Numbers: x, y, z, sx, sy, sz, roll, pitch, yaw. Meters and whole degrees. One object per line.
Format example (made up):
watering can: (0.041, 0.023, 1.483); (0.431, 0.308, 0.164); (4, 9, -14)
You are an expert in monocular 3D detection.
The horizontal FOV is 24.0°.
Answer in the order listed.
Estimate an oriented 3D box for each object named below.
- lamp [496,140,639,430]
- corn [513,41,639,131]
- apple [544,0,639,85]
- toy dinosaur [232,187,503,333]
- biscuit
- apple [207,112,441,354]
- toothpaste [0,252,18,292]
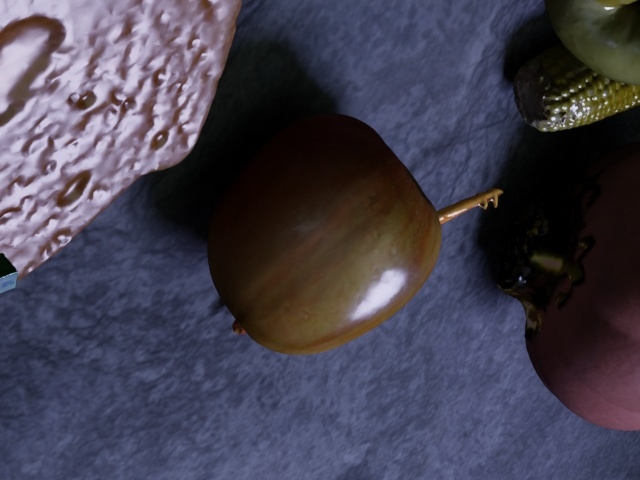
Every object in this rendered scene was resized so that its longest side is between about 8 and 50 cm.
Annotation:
lamp: (0.308, 0.038, 1.530); (0.240, 0.305, 0.305); (19, 115, -9)
corn: (0.309, -0.176, 1.459); (0.320, 0.097, 0.097); (-22, 138, -34)
apple: (0.292, -0.225, 1.307); (0.200, 0.200, 0.200); (-31, 143, -28)
toy dinosaur: (0.041, 0.029, 1.362); (0.288, 0.070, 0.117); (-26, 151, -27)
biscuit: (-0.212, -0.120, 0.886); (0.350, 0.078, 0.455); (-52, 152, 14)
apple: (0.000, 0.000, 1.192); (0.199, 0.199, 0.199); (-31, 143, -28)
toothpaste: (-0.233, 0.032, 0.958); (0.083, 0.020, 0.017); (-23, 145, -38)
